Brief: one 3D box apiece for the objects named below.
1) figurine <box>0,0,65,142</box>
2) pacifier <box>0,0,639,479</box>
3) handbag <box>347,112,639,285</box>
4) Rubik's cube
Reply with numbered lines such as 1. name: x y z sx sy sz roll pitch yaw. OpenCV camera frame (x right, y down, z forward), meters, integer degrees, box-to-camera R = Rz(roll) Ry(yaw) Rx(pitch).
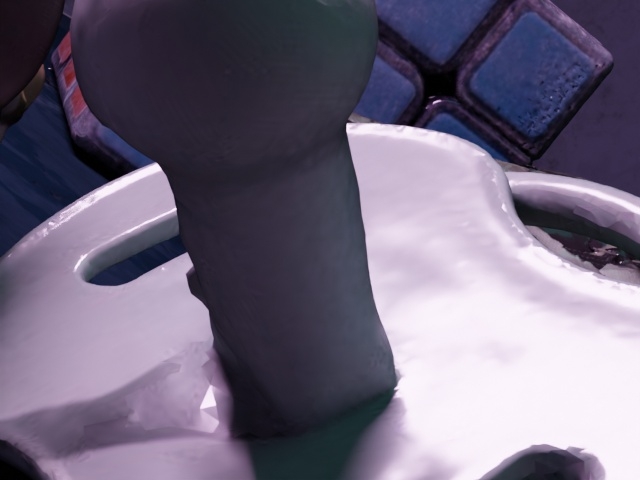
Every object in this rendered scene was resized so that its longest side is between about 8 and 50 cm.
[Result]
1. figurine: -0.184 -0.109 0.832 0.206 0.218 0.365 12 -2 12
2. pacifier: 0.000 0.000 0.643 0.343 0.288 0.269 42 -29 49
3. handbag: 0.143 0.084 1.140 0.316 0.180 0.416 14 19 -26
4. Rubik's cube: -0.004 -0.145 1.475 0.301 0.305 0.304 35 9 -19
